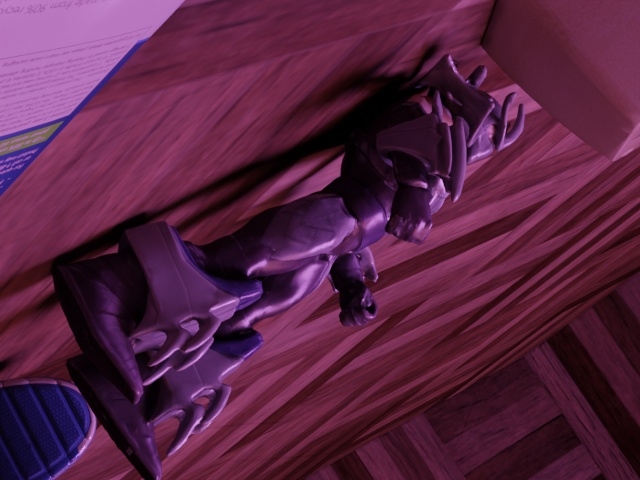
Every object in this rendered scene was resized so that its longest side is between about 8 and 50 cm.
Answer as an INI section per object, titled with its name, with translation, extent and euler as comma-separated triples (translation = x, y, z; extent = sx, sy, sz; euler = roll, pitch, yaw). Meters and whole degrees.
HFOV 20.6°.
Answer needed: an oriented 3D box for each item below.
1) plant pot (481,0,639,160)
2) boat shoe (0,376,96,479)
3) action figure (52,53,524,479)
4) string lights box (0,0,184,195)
[plant pot]
translation = 0.159, -0.106, 0.902
extent = 0.109, 0.096, 0.109
euler = -32, 169, -8
[boat shoe]
translation = -0.209, 0.127, 0.975
extent = 0.183, 0.066, 0.066
euler = -23, 174, -3
[action figure]
translation = 0.000, 0.000, 0.917
extent = 0.285, 0.099, 0.185
euler = -34, 162, -21
[string lights box]
translation = -0.155, -0.013, 0.431
extent = 0.260, 0.076, 0.133
euler = -40, 167, 34
